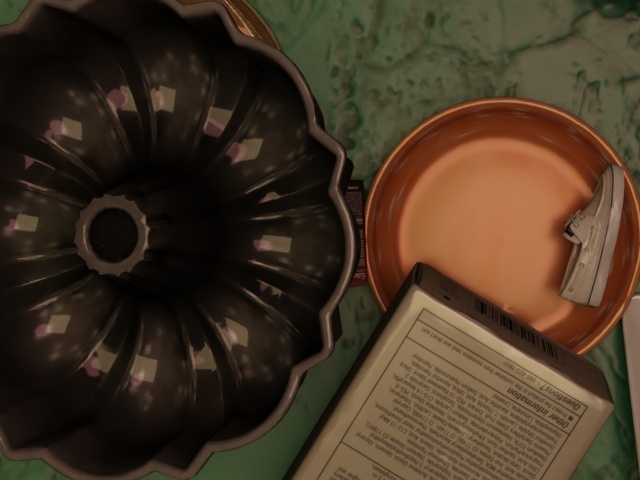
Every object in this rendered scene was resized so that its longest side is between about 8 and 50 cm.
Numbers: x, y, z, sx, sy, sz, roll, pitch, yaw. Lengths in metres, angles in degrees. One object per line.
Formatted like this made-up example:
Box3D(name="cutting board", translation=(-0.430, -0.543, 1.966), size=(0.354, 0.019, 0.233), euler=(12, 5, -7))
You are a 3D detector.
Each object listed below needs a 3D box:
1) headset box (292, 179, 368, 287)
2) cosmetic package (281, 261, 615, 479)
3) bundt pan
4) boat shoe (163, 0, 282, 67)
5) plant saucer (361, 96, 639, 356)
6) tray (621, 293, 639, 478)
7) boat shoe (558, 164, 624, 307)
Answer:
Box3D(name="headset box", translation=(0.000, 0.000, 1.338), size=(0.062, 0.032, 0.083), euler=(-3, 91, 43))
Box3D(name="cosmetic package", translation=(0.051, 0.188, 1.293), size=(0.160, 0.113, 0.309), euler=(32, 100, -1))
Box3D(name="bundt pan", translation=(-0.119, -0.005, 1.288), size=(0.331, 0.124, 0.331), euler=(0, 92, 16))
Box3D(name="boat shoe", translation=(-0.109, -0.170, 1.334), size=(0.190, 0.072, 0.068), euler=(35, 91, 0))
Box3D(name="plant saucer", translation=(0.128, -0.001, 1.349), size=(0.200, 0.037, 0.200), euler=(0, 91, 1))
Box3D(name="tray", translation=(0.292, 0.163, 1.313), size=(0.145, 0.030, 0.270), euler=(-5, 70, 3))
Box3D(name="boat shoe", translation=(0.185, -0.005, 1.313), size=(0.035, 0.035, 0.100), euler=(11, 97, -2))
